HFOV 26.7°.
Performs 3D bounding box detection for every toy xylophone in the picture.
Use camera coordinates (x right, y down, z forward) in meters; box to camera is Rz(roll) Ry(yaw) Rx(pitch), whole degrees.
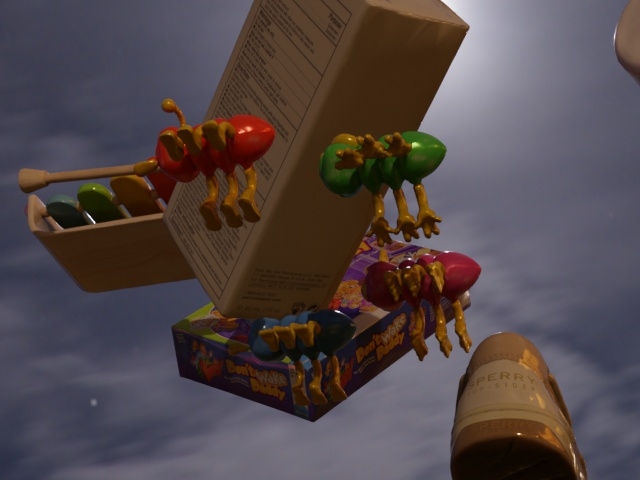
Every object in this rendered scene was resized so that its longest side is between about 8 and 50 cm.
[{"bbox_3d":[-0.207,-0.033,1.572,0.322,0.081,0.236,-3,-39,14],"label":"toy xylophone"}]

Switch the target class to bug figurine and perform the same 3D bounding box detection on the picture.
[{"bbox_3d":[0.000,0.000,0.970,0.216,0.072,0.279,-7,-49,18],"label":"bug figurine"}]

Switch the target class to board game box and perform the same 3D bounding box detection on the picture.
[{"bbox_3d":[0.007,0.101,1.794,0.347,0.233,0.078,-32,-56,-43],"label":"board game box"}]

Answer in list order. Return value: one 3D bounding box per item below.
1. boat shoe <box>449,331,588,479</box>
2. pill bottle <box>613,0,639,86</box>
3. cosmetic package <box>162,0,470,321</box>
[{"bbox_3d":[0.146,0.180,0.971,0.109,0.098,0.302,-4,-39,11],"label":"boat shoe"},{"bbox_3d":[0.480,-0.171,1.515,0.169,0.169,0.301,-36,-55,25],"label":"pill bottle"},{"bbox_3d":[-0.014,-0.096,1.169,0.113,0.160,0.309,7,-57,-36],"label":"cosmetic package"}]
